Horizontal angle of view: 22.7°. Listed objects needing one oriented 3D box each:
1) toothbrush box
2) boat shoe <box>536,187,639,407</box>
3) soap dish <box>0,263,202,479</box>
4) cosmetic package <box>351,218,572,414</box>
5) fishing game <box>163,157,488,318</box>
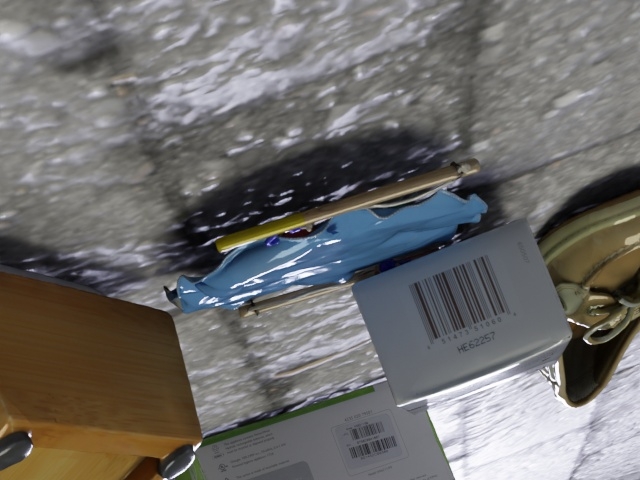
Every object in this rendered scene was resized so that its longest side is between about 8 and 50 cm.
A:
[{"bbox_3d":[-0.019,0.241,1.419,0.206,0.122,0.283,-16,160,-17],"label":"toothbrush box"},{"bbox_3d":[0.212,0.042,1.171,0.105,0.089,0.285,-18,161,-9],"label":"boat shoe"},{"bbox_3d":[-0.212,0.145,0.827,0.291,0.118,0.229,-47,156,10],"label":"soap dish"},{"bbox_3d":[0.094,0.057,1.045,0.117,0.085,0.231,-21,169,4],"label":"cosmetic package"},{"bbox_3d":[0.000,0.000,0.899,0.189,0.041,0.264,-17,170,1],"label":"fishing game"}]
